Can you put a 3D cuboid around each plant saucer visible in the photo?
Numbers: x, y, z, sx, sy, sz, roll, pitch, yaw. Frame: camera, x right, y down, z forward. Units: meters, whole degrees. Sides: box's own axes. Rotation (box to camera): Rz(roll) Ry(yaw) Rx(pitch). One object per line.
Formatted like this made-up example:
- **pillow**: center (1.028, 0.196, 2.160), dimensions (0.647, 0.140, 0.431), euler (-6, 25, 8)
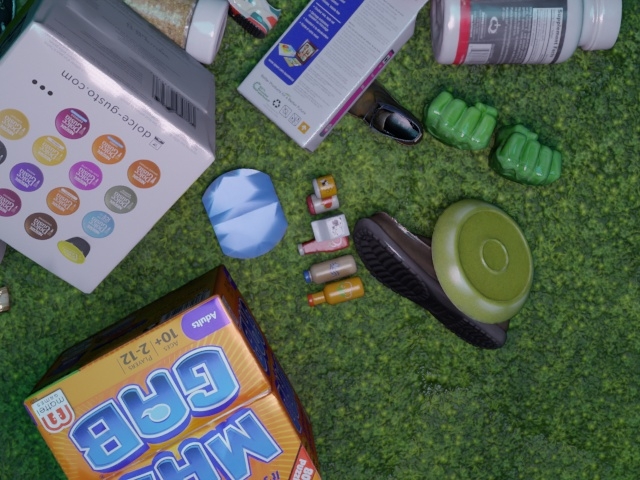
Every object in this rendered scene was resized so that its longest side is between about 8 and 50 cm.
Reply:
- **plant saucer**: center (0.311, 0.032, 1.936), dimensions (0.240, 0.037, 0.241), euler (10, 70, -30)

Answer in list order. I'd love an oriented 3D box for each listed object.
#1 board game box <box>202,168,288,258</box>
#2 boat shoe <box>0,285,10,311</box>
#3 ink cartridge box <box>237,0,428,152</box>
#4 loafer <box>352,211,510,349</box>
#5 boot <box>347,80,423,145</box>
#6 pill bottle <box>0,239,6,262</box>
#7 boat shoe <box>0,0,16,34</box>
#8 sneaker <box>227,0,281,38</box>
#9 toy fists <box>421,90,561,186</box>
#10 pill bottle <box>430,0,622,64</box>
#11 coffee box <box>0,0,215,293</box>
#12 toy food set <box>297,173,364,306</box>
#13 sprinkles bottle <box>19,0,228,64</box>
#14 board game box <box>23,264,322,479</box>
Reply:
- **board game box**: center (-0.141, -0.053, 1.974), dimensions (0.133, 0.033, 0.169), euler (-22, 102, -5)
- **boat shoe**: center (-0.657, 0.117, 1.955), dimensions (0.152, 0.056, 0.048), euler (-6, 88, -4)
- **ink cartridge box**: center (0.033, -0.354, 1.896), dimensions (0.175, 0.069, 0.371), euler (43, 98, 16)
- **loafer**: center (0.216, 0.057, 1.973), dimensions (0.366, 0.133, 0.130), euler (39, 66, -16)
- **boot**: center (0.100, -0.247, 1.925), dimensions (0.219, 0.106, 0.082), euler (31, 96, -6)
- **pill bottle**: center (-0.750, -0.043, 1.851), dimensions (0.362, 0.210, 0.210), euler (5, 96, -4)
- **boat shoe**: center (-0.611, -0.374, 1.878), dimensions (0.114, 0.091, 0.303), euler (2, 97, -4)
- **sneaker**: center (-0.142, -0.446, 1.922), dimensions (0.161, 0.057, 0.075), euler (42, 73, -3)
- **toy fists**: center (0.315, -0.184, 1.927), dimensions (0.279, 0.142, 0.096), euler (29, 94, -7)
- **pill bottle**: center (0.365, -0.405, 1.886), dimensions (0.318, 0.176, 0.177), euler (-1, 97, -3)
- **coffee box**: center (-0.401, -0.189, 1.715), dimensions (0.337, 0.338, 0.334), euler (37, 111, -24)
- **toy food set**: center (0.000, 0.000, 1.946), dimensions (0.104, 0.111, 0.232), euler (-16, 100, -2)
- **sprinkles bottle**: center (-0.347, -0.419, 1.869), dimensions (0.355, 0.121, 0.121), euler (16, 96, -3)
- **board game box**: center (-0.243, 0.300, 1.844), dimensions (0.356, 0.356, 0.356), euler (-29, 98, 0)
